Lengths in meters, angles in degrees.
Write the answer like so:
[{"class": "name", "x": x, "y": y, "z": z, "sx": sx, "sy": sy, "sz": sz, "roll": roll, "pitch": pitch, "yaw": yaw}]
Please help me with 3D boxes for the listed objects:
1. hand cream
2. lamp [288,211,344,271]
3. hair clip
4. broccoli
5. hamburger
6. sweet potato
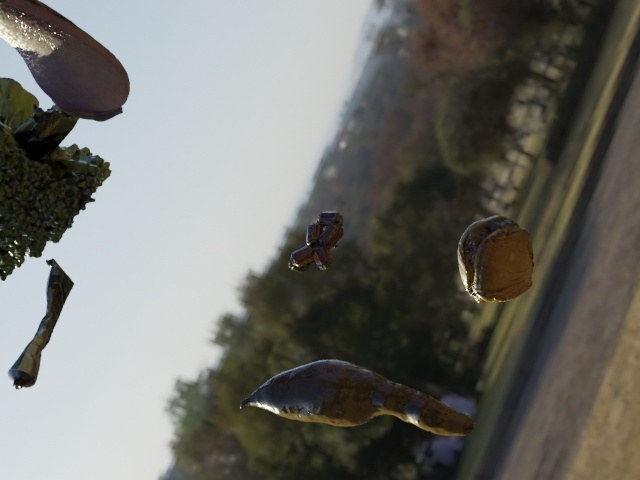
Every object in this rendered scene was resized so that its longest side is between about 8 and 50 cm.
[{"class": "hand cream", "x": -0.477, "y": 0.148, "z": 2.469, "sx": 0.075, "sy": 0.052, "sz": 0.248, "roll": 93, "pitch": -173, "yaw": -52}, {"class": "lamp", "x": 0.000, "y": 0.000, "z": 1.800, "sx": 0.031, "sy": 0.063, "sz": 0.083, "roll": 45, "pitch": -124, "yaw": -44}, {"class": "hair clip", "x": -0.339, "y": -0.245, "z": 1.814, "sx": 0.110, "sy": 0.095, "sz": 0.359, "roll": -38, "pitch": -38, "yaw": 2}, {"class": "broccoli", "x": -0.493, "y": -0.088, "z": 2.134, "sx": 0.317, "sy": 0.277, "sz": 0.338, "roll": -58, "pitch": 25, "yaw": -12}, {"class": "hamburger", "x": 0.169, "y": 0.019, "z": 1.407, "sx": 0.044, "sy": 0.076, "sz": 0.083, "roll": 32, "pitch": 130, "yaw": 54}, {"class": "sweet potato", "x": 0.041, "y": 0.172, "z": 1.614, "sx": 0.075, "sy": 0.269, "sz": 0.075, "roll": 5, "pitch": -90, "yaw": -72}]
